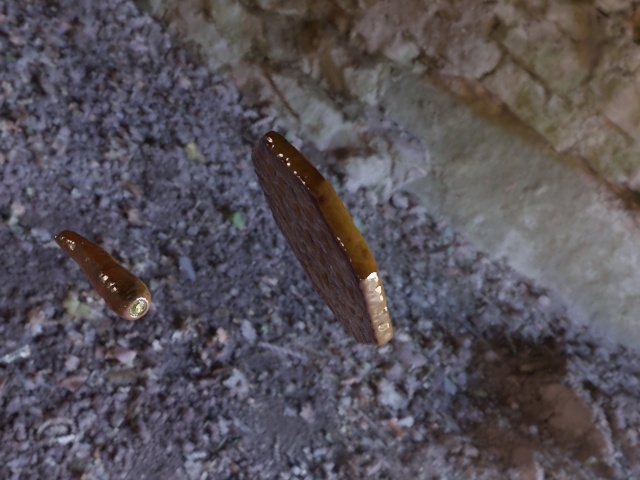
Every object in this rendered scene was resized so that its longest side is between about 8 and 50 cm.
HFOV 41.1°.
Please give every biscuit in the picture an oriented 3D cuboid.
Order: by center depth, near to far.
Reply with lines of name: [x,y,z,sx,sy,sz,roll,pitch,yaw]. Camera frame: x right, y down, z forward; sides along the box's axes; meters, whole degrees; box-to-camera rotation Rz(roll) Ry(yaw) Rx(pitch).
biscuit: [0.001,0.000,1.230,0.359,0.046,0.359,55,-12,18]

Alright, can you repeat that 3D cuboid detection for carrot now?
carrot: [-0.249,0.030,0.962,0.047,0.047,0.191,5,23,-45]
